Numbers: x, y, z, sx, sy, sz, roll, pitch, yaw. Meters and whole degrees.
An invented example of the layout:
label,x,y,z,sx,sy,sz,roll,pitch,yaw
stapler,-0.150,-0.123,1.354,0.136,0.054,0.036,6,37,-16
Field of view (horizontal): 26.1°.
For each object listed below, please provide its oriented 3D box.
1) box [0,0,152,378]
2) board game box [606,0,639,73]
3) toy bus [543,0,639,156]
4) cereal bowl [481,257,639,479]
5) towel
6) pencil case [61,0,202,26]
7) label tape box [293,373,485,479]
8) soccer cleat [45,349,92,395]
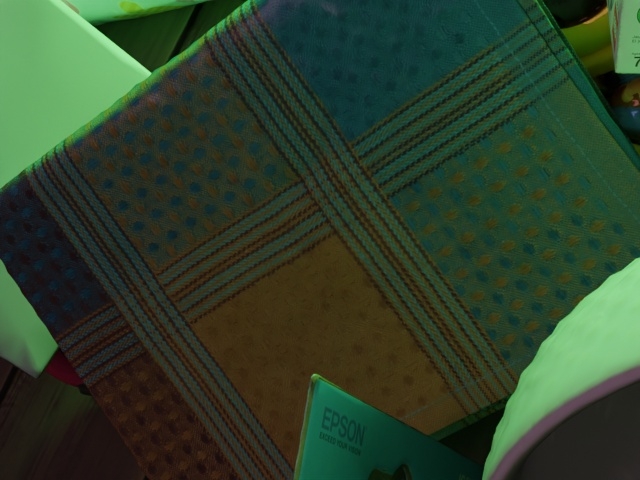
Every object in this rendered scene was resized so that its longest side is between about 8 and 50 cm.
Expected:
label,x,y,z,sx,sy,sz,roll,pitch,yaw
box,-0.262,-0.059,1.031,0.215,0.168,0.345,-57,26,-9
board game box,0.240,-0.199,0.714,0.192,0.053,0.305,0,46,5
toy bus,0.141,-0.064,0.814,0.220,0.149,0.212,-25,70,27
cereal bowl,0.236,0.103,0.552,0.339,0.339,0.141,-14,36,35
towel,0.000,0.000,0.793,0.370,0.040,0.271,-32,93,25
pencil case,-0.145,-0.248,1.139,0.273,0.113,0.124,-2,93,39
label tape box,-0.017,0.259,0.723,0.105,0.240,0.334,-1,70,28
soccer cleat,-0.086,0.006,1.003,0.331,0.116,0.143,-32,20,38
